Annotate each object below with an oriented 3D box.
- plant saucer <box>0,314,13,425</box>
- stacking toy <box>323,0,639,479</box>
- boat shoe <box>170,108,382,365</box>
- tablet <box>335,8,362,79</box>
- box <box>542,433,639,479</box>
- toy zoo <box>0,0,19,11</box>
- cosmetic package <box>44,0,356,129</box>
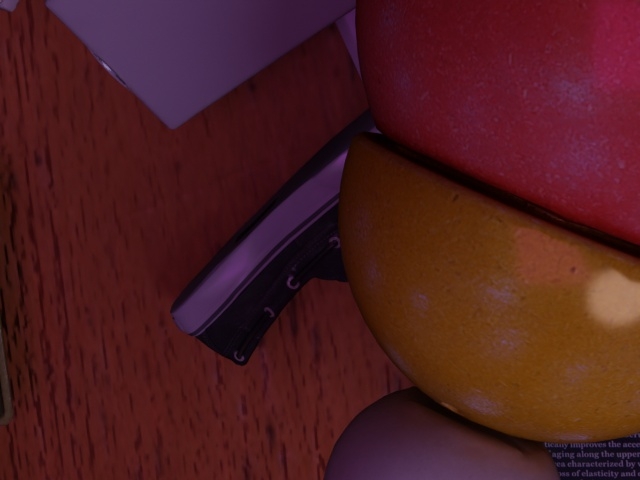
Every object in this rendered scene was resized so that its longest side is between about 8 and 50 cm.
[{"bbox_3d":[-0.303,0.032,0.930,0.188,0.045,0.188,1,108,12],"label":"plant saucer"},{"bbox_3d":[0.116,-0.030,0.610,0.351,0.350,0.479,23,96,5],"label":"stacking toy"},{"bbox_3d":[0.000,0.000,0.838,0.076,0.080,0.228,43,112,-9],"label":"boat shoe"},{"bbox_3d":[0.038,-0.136,0.824,0.054,0.006,0.083,-22,101,18],"label":"tablet"},{"bbox_3d":[0.171,0.136,0.802,0.108,0.153,0.207,-3,105,14],"label":"box"},{"bbox_3d":[-0.192,-0.246,0.704,0.030,0.293,0.192,16,85,19],"label":"toy zoo"},{"bbox_3d":[-0.033,-0.178,0.767,0.231,0.085,0.117,-29,125,20],"label":"cosmetic package"}]
